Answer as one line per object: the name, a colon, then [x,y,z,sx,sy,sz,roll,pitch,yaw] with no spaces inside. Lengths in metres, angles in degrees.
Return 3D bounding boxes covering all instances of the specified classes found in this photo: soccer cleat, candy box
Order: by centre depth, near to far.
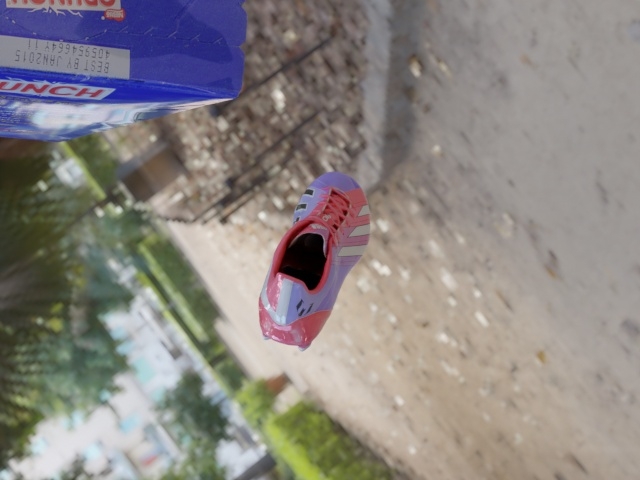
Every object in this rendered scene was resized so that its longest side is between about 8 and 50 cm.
candy box: [-0.239,-0.146,0.904,0.317,0.268,0.122,0,87,57]
soccer cleat: [0.000,0.000,1.291,0.083,0.248,0.095,17,133,6]
